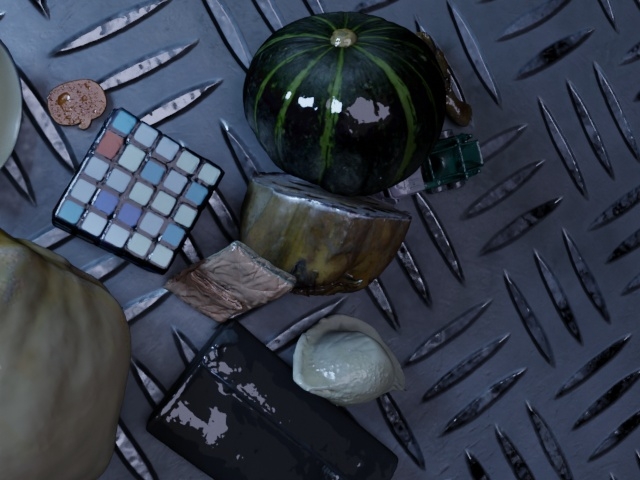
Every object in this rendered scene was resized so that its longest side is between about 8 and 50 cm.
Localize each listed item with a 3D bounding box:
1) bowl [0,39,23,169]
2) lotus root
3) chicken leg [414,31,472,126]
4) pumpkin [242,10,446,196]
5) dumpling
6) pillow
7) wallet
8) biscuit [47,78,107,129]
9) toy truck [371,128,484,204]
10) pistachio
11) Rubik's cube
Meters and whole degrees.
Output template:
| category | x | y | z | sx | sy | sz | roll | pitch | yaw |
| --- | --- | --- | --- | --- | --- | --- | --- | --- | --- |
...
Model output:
| category | x | y | z | sx | sy | sz | roll | pitch | yaw |
| --- | --- | --- | --- | --- | --- | --- | --- | --- | --- |
| bowl | -0.538 | -0.189 | 1.036 | 0.127 | 0.238 | 0.237 | 6 | 87 | 17 |
| lotus root | 0.000 | 0.000 | 1.217 | 0.272 | 0.272 | 0.191 | 14 | 94 | -20 |
| chicken leg | 0.214 | -0.287 | 1.387 | 0.198 | 0.069 | 0.085 | 49 | 51 | -20 |
| pumpkin | 0.038 | -0.220 | 1.187 | 0.324 | 0.241 | 0.323 | 5 | 45 | -5 |
| dumpling | 0.045 | 0.203 | 1.290 | 0.216 | 0.126 | 0.166 | -13 | 57 | -16 |
| pillow | -0.146 | 0.070 | 1.164 | 0.126 | 0.233 | 0.043 | 38 | 53 | -21 |
| wallet | -0.071 | 0.342 | 1.271 | 0.406 | 0.062 | 0.228 | 42 | 76 | -15 |
| biscuit | -0.381 | -0.212 | 1.185 | 0.091 | 0.015 | 0.078 | -17 | 97 | -19 |
| toy truck | 0.195 | -0.133 | 1.344 | 0.216 | 0.116 | 0.110 | -16 | 96 | -20 |
| pistachio | -0.441 | 0.180 | 1.039 | 0.366 | 0.281 | 0.445 | -21 | 111 | -28 |
| Rubik's cube | -0.281 | -0.066 | 1.133 | 0.184 | 0.182 | 0.187 | 31 | 79 | -18 |
